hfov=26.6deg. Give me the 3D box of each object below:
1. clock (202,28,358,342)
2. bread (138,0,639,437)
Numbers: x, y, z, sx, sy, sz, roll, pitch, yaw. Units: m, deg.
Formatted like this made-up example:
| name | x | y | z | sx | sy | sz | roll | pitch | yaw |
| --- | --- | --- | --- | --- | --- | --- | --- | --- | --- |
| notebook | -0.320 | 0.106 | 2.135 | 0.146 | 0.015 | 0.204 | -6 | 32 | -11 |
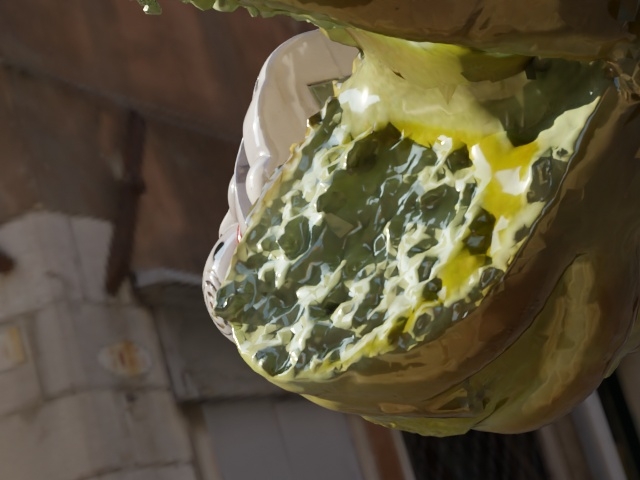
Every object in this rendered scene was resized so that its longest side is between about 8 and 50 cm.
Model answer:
| name | x | y | z | sx | sy | sz | roll | pitch | yaw |
| --- | --- | --- | --- | --- | --- | --- | --- | --- | --- |
| clock | 0.003 | -0.002 | 0.917 | 0.189 | 0.189 | 0.254 | -11 | -24 | -24 |
| bread | 0.082 | -0.086 | 0.546 | 0.333 | 0.333 | 0.160 | -8 | 15 | -34 |
